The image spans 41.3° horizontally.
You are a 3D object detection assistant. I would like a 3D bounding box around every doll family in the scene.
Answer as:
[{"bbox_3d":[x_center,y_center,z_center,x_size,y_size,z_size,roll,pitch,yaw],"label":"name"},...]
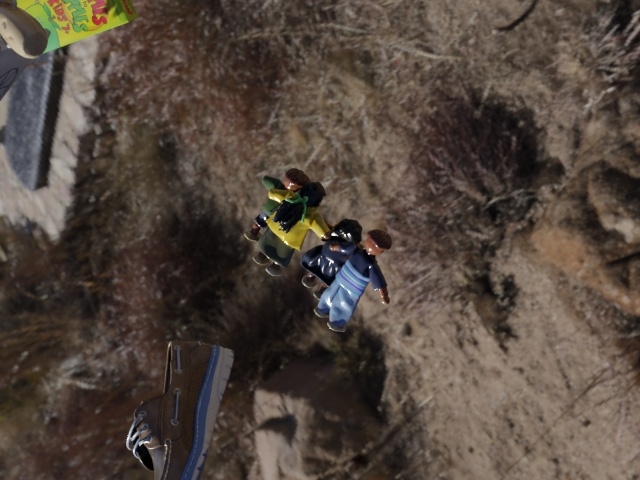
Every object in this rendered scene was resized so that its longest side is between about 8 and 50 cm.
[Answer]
[{"bbox_3d":[0.000,0.000,0.849,0.193,0.076,0.111,39,112,14],"label":"doll family"}]

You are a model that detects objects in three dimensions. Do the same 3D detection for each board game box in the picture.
[{"bbox_3d":[-0.382,-0.354,1.304,0.181,0.043,0.092,-15,110,17],"label":"board game box"}]

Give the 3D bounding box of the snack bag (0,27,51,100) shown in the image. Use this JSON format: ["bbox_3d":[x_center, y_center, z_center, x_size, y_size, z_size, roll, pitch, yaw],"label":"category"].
[{"bbox_3d":[-0.513,-0.153,1.116,0.037,0.342,0.323,42,103,-9],"label":"snack bag"}]

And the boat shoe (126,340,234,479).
[{"bbox_3d":[-0.125,0.160,0.707,0.066,0.183,0.066,19,131,-6],"label":"boat shoe"}]

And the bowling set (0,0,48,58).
[{"bbox_3d":[-0.281,-0.355,0.936,0.154,0.200,0.287,43,132,31],"label":"bowling set"}]
